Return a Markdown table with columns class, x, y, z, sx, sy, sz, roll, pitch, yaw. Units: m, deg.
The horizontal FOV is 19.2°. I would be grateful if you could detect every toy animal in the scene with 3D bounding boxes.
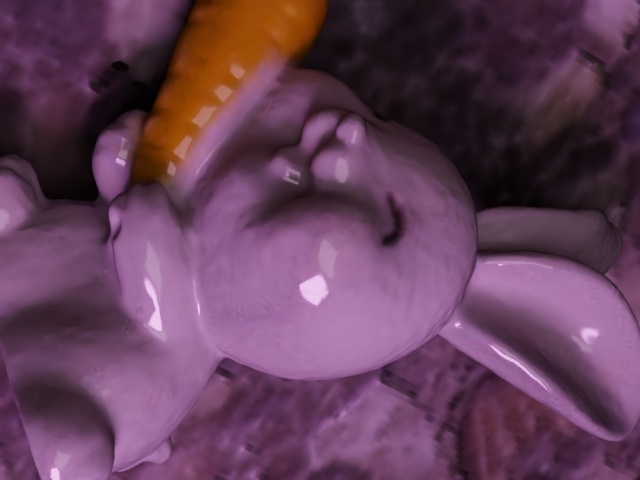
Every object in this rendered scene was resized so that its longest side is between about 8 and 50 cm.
| class | x | y | z | sx | sy | sz | roll | pitch | yaw |
| --- | --- | --- | --- | --- | --- | --- | --- | --- | --- |
| toy animal | 0.000 | 0.000 | 0.518 | 0.182 | 0.131 | 0.127 | -17 | 146 | -5 |
